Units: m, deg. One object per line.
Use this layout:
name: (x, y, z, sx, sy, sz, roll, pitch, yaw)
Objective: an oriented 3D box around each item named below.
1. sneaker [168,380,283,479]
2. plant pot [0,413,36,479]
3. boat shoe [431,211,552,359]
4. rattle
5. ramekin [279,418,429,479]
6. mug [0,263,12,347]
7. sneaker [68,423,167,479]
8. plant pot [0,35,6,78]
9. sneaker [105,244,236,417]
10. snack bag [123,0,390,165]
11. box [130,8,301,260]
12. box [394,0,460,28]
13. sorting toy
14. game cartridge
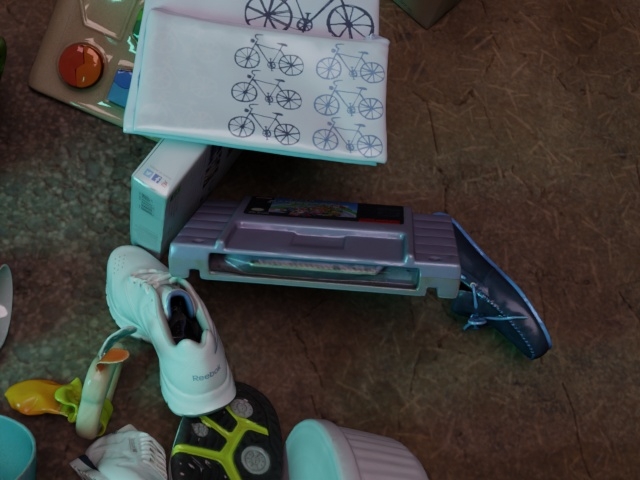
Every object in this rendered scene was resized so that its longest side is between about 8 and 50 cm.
sneaker: (-0.135, 0.344, 1.120, 0.145, 0.147, 0.385, 18, 46, -16)
plant pot: (-0.453, 0.334, 1.014, 0.290, 0.290, 0.195, -5, 105, -13)
boat shoe: (0.218, 0.079, 1.325, 0.089, 0.109, 0.258, -34, 62, -14)
rattle: (-0.305, 0.154, 1.127, 0.142, 0.200, 0.130, 30, 63, 5)
ramekin: (0.037, 0.351, 1.089, 0.127, 0.273, 0.273, 7, 67, -20)
mug: (-0.491, 0.095, 1.166, 0.169, 0.113, 0.150, 5, 66, -5)
sneaker: (-0.221, 0.271, 1.088, 0.095, 0.235, 0.090, -38, 111, -23)
plant pot: (-0.607, -0.223, 1.163, 0.353, 0.366, 0.366, 24, 66, -13)
sneaker: (-0.192, 0.085, 1.179, 0.111, 0.129, 0.297, -21, 44, -26)
snack bag: (-0.067, -0.265, 1.176, 0.323, 0.037, 0.343, 7, 67, -8)
box: (-0.145, -0.144, 1.259, 0.058, 0.232, 0.322, 34, 66, 2)
box: (0.194, -0.484, 1.414, 0.148, 0.311, 0.121, 43, 68, 7)
sorting toy: (-0.272, -0.322, 1.329, 0.229, 0.041, 0.307, 23, 98, 1)
game cartridge: (0.000, 0.000, 1.215, 0.355, 0.230, 0.068, 4, 112, 3)
